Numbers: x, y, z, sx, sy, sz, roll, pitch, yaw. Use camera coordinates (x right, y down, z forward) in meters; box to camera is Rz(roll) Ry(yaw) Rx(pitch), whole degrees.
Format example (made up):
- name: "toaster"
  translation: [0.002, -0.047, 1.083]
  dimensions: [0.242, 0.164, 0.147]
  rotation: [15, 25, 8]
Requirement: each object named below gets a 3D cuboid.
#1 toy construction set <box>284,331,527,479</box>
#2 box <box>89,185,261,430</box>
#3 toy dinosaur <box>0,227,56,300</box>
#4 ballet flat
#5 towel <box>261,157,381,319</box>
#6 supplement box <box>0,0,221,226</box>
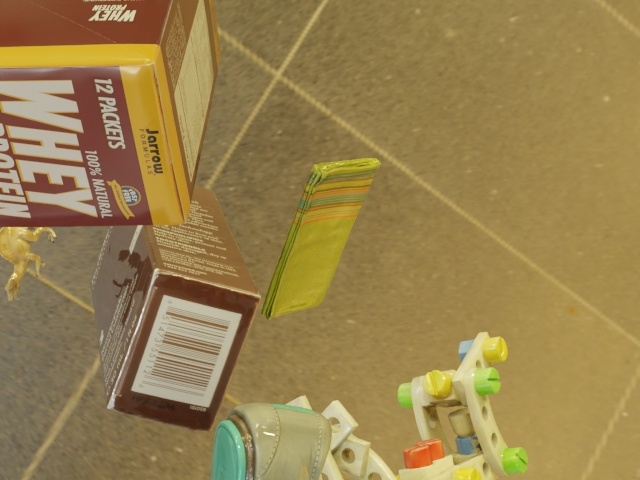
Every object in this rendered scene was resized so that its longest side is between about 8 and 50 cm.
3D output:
- name: "toy construction set"
  translation: [0.106, 0.226, 1.307]
  dimensions: [0.328, 0.151, 0.215]
  rotation: [-8, 87, -44]
- name: "box"
  translation: [-0.198, 0.062, 1.571]
  dimensions: [0.143, 0.381, 0.191]
  rotation: [16, 106, -18]
- name: "toy dinosaur"
  translation: [-0.440, -0.007, 1.790]
  dimensions: [0.092, 0.053, 0.183]
  rotation: [-3, 79, -54]
- name: "ballet flat"
  translation: [-0.034, 0.188, 0.657]
  dimensions: [0.068, 0.072, 0.213]
  rotation: [3, 108, -28]
- name: "towel"
  translation: [0.000, 0.000, 1.523]
  dimensions: [0.102, 0.021, 0.237]
  rotation: [-9, 134, -37]
- name: "supplement box"
  translation: [-0.179, -0.119, 0.826]
  dimensions: [0.191, 0.194, 0.129]
  rotation: [-1, 133, 5]
